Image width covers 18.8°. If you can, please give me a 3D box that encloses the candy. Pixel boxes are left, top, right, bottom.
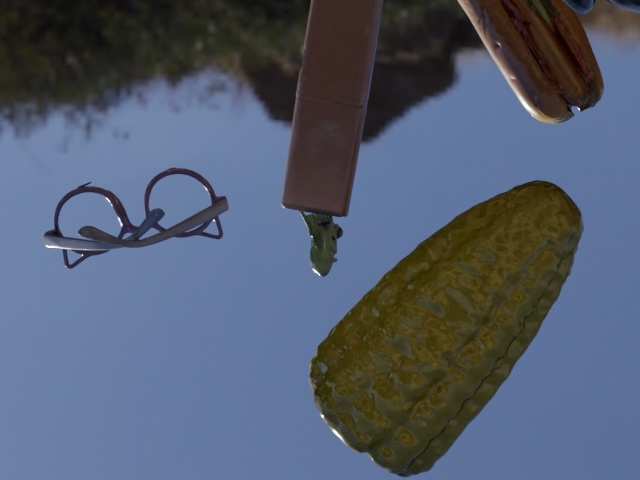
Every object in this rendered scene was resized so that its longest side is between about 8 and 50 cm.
[{"bbox_3d":[0.084,0.044,1.163,0.106,0.199,0.094,48,-160,18],"label":"candy"}]

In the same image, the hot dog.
[{"bbox_3d":[0.189,-0.220,1.854,0.092,0.062,0.235,-33,-102,0],"label":"hot dog"}]

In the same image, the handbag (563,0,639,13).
[{"bbox_3d":[0.215,-0.268,1.417,0.275,0.178,0.302,15,-152,-6],"label":"handbag"}]

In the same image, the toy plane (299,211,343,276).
[{"bbox_3d":[0.003,-0.001,1.841,0.033,0.080,0.083,-20,-129,15],"label":"toy plane"}]

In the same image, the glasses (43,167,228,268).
[{"bbox_3d":[-0.136,-0.004,1.387,0.140,0.062,0.104,-11,-161,2],"label":"glasses"}]

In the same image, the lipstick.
[{"bbox_3d":[0.008,-0.091,1.174,0.045,0.145,0.045,9,-167,-1],"label":"lipstick"}]
